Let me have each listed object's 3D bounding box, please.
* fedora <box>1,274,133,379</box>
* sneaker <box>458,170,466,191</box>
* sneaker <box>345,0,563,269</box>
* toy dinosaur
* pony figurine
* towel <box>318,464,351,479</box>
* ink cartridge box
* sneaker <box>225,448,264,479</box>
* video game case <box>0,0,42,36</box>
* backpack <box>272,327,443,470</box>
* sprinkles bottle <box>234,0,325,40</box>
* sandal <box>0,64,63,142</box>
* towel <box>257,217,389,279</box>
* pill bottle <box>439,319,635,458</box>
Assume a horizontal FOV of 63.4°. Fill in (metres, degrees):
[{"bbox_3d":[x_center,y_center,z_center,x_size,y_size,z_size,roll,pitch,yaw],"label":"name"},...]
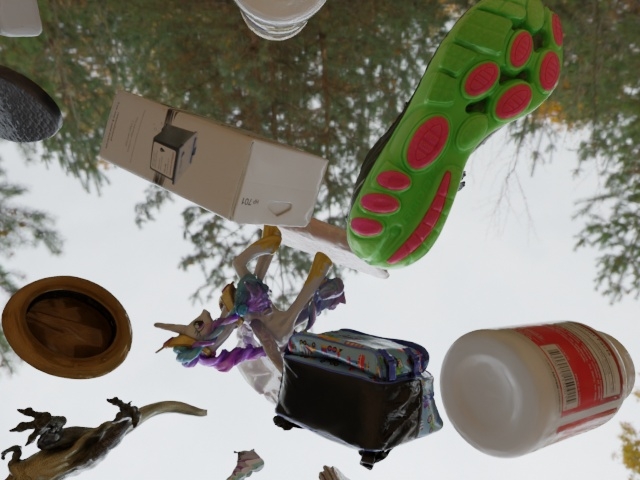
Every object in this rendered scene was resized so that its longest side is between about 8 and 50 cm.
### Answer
[{"bbox_3d":[-0.402,0.147,0.821,0.194,0.079,0.194,29,-144,-24],"label":"fedora"},{"bbox_3d":[0.211,-0.118,1.082,0.170,0.089,0.051,9,-116,8],"label":"sneaker"},{"bbox_3d":[0.183,-0.182,0.810,0.185,0.482,0.202,38,-179,-16],"label":"sneaker"},{"bbox_3d":[-0.231,0.198,0.509,0.268,0.118,0.064,-19,-123,-34],"label":"toy dinosaur"},{"bbox_3d":[-0.105,0.180,1.059,0.363,0.351,0.303,-50,-169,-27],"label":"pony figurine"},{"bbox_3d":[0.094,0.613,1.125,0.049,0.282,0.187,-37,-144,0],"label":"towel"},{"bbox_3d":[-0.110,-0.085,0.550,0.191,0.082,0.140,23,-169,28],"label":"ink cartridge box"},{"bbox_3d":[-0.180,0.497,1.151,0.098,0.038,0.069,-15,-137,-38],"label":"sneaker"},{"bbox_3d":[-0.348,-0.368,0.462,0.036,0.328,0.300,-21,-146,-40],"label":"video game case"},{"bbox_3d":[0.057,0.164,0.584,0.158,0.116,0.173,5,177,43],"label":"backpack"},{"bbox_3d":[-0.056,-0.336,0.683,0.121,0.121,0.355,-2,-162,-5],"label":"sprinkles bottle"},{"bbox_3d":[-0.423,-0.185,0.620,0.255,0.097,0.054,15,-133,10],"label":"sandal"},{"bbox_3d":[0.000,0.000,1.283,0.332,0.053,0.317,18,172,21],"label":"towel"},{"bbox_3d":[0.451,0.277,1.037,0.408,0.229,0.229,3,-154,-37],"label":"pill bottle"}]
